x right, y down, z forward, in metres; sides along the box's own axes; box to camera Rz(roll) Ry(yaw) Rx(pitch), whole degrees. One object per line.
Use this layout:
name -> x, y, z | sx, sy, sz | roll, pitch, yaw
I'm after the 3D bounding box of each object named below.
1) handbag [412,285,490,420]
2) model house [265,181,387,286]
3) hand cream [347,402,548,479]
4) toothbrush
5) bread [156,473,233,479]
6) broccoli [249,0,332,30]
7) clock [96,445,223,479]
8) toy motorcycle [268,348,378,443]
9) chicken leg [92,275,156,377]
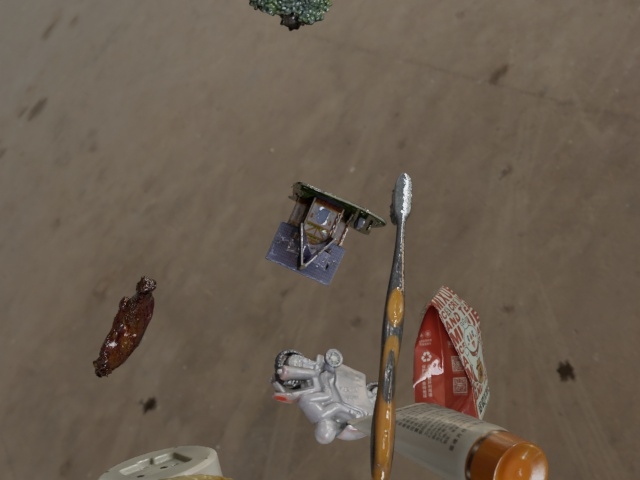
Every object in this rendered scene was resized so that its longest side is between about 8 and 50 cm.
handbag -> 0.281, 0.256, 2.072 | 0.151, 0.298, 0.171 | -4, 15, 20
model house -> 0.000, 0.000, 1.099 | 0.167, 0.117, 0.088 | 153, 141, -82
hand cream -> 0.161, 0.264, 1.247 | 0.314, 0.139, 0.089 | -163, 68, -64
toothbrush -> 0.070, 0.077, 0.916 | 0.031, 0.023, 0.321 | 104, 173, -63
bread -> -0.183, 0.452, 1.284 | 0.236, 0.388, 0.183 | 34, 99, 27
broccoli -> -0.016, -0.320, 1.035 | 0.122, 0.118, 0.204 | -46, 13, 42
clock -> -0.295, 0.448, 1.731 | 0.230, 0.230, 0.083 | -10, 92, 46
toy motorcycle -> 0.021, 0.314, 1.826 | 0.110, 0.260, 0.171 | -50, 22, 51
chicken leg -> -0.272, 0.118, 1.323 | 0.205, 0.053, 0.093 | -64, 0, 23
